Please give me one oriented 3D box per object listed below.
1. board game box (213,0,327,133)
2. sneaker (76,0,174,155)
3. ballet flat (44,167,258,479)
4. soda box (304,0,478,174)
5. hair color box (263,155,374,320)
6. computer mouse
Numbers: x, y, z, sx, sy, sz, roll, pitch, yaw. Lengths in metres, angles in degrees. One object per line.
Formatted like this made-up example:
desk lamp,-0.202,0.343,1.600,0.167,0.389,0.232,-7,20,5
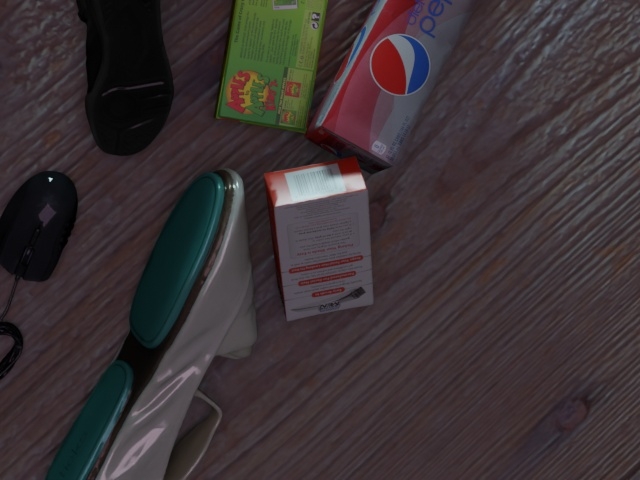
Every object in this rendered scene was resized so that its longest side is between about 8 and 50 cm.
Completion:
board game box,-0.046,-0.203,1.619,0.092,0.043,0.181,9,94,-8
sneaker,-0.196,-0.200,1.588,0.087,0.130,0.227,-8,124,-11
ballet flat,-0.142,0.122,1.611,0.139,0.139,0.400,25,96,-9
soda box,0.084,-0.199,1.590,0.083,0.092,0.263,28,81,-8
hair color box,0.000,0.000,1.594,0.093,0.053,0.167,-11,136,-6
computer mouse,-0.305,0.044,1.614,0.071,0.041,0.242,21,93,-9
